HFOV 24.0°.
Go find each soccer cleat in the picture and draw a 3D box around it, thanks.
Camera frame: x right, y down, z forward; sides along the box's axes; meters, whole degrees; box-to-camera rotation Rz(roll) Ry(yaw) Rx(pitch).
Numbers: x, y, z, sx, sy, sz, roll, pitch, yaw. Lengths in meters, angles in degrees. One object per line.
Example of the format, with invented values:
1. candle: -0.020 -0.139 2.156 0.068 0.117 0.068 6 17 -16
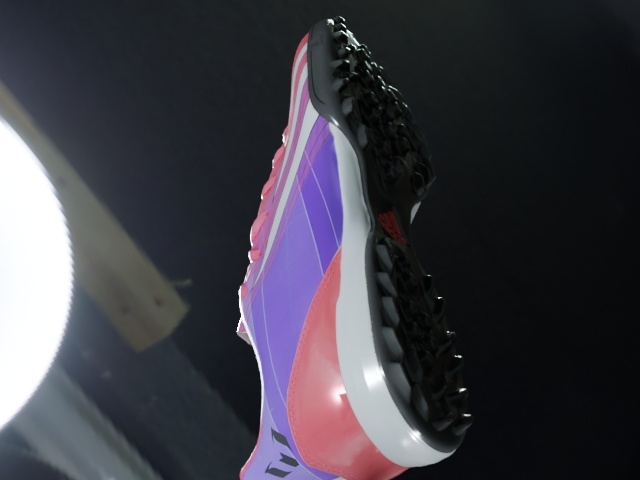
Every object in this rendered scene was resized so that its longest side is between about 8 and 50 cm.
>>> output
1. soccer cleat: 0.000 0.000 0.835 0.108 0.116 0.318 41 -150 -39
